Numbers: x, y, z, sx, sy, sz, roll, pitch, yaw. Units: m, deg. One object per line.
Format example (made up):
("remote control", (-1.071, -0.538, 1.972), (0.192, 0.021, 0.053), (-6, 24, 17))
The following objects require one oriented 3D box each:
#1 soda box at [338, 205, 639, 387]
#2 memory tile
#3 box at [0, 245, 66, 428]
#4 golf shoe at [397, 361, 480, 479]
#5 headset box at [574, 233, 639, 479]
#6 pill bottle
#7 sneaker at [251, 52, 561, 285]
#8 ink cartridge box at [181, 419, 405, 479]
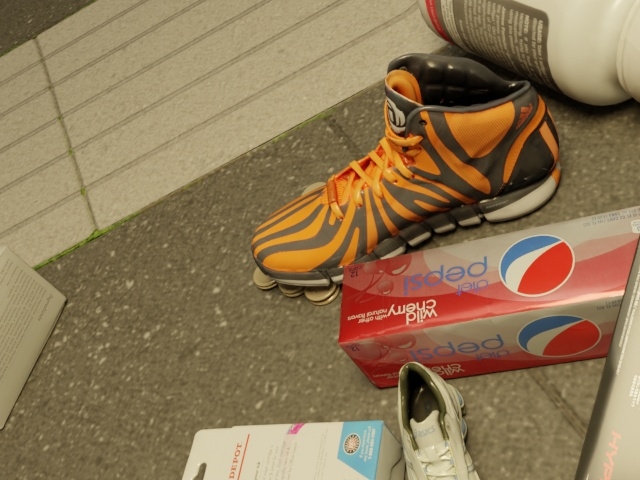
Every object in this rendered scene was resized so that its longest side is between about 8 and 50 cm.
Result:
("soda box", (0.151, 0.053, 0.709), (0.263, 0.092, 0.083), (-13, 49, 22))
("memory tile", (0.000, 0.000, 0.910), (0.113, 0.012, 0.148), (11, 59, 38))
("box", (-0.434, 0.113, 1.001), (0.181, 0.119, 0.182), (-3, 52, 30))
("golf shoe", (0.088, 0.174, 0.649), (0.069, 0.086, 0.176), (-23, 46, 10))
("headset box", (0.315, 0.116, 0.481), (0.293, 0.110, 0.218), (12, 75, 27))
("pill bottle", (0.254, -0.240, 0.843), (0.176, 0.176, 0.318), (-41, 43, -7))
("sneaker", (0.059, -0.077, 0.804), (0.321, 0.180, 0.124), (-22, 47, 9))
("ink cartridge box", (-0.027, 0.212, 0.703), (0.181, 0.061, 0.104), (-8, 49, 26))
